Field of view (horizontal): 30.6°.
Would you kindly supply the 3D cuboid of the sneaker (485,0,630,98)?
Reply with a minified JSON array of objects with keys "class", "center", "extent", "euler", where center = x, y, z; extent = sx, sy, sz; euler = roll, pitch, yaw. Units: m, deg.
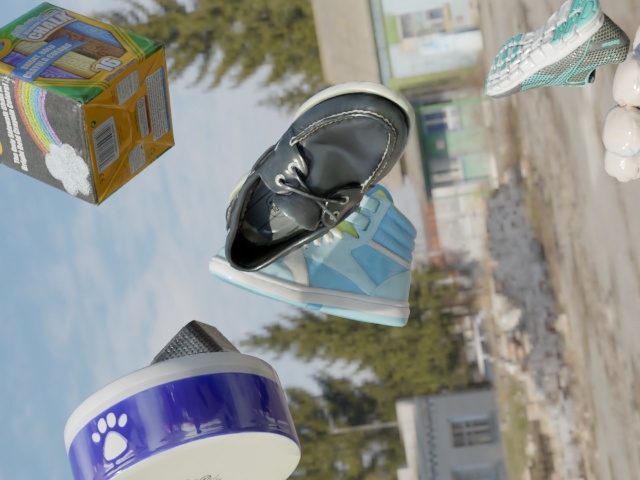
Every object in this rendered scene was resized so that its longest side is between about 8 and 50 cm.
[{"class":"sneaker","center":[0.220,-0.164,1.096],"extent":[0.166,0.076,0.065],"euler":[-25,40,57]}]

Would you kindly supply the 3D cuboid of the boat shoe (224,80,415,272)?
[{"class":"boat shoe","center":[-0.018,-0.055,1.290],"extent":[0.127,0.340,0.113],"euler":[35,-125,-21]}]

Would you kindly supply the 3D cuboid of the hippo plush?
[{"class":"hippo plush","center":[0.571,-0.174,1.746],"extent":[0.234,0.236,0.294],"euler":[-65,-28,-11]}]

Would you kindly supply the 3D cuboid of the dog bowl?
[{"class":"dog bowl","center":[-0.160,0.243,1.375],"extent":[0.265,0.265,0.104],"euler":[71,178,-59]}]

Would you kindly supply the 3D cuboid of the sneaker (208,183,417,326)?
[{"class":"sneaker","center":[0.000,0.000,1.738],"extent":[0.127,0.319,0.208],"euler":[7,84,67]}]

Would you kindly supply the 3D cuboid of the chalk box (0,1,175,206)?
[{"class":"chalk box","center":[-0.376,-0.206,1.649],"extent":[0.179,0.289,0.180],"euler":[-45,-32,-39]}]

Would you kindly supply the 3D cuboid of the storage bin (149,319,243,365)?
[{"class":"storage bin","center":[-0.231,0.226,2.199],"extent":[0.084,0.122,0.180],"euler":[43,-179,15]}]
